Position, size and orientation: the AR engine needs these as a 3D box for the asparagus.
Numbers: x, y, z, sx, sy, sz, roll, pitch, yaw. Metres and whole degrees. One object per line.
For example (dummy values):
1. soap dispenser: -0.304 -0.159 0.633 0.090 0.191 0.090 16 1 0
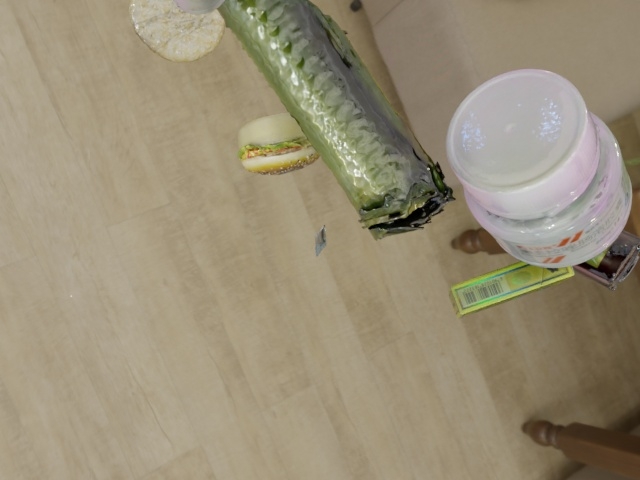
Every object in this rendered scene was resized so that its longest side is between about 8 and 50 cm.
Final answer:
1. asparagus: 0.019 -0.170 0.741 0.128 0.108 0.382 -38 99 -14

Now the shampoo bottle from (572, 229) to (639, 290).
1. shampoo bottle: 0.515 -0.020 1.310 0.129 0.323 0.084 -54 141 1

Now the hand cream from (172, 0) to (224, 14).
1. hand cream: -0.129 -0.267 0.475 0.111 0.312 0.070 22 91 -2

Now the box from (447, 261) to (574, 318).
1. box: 0.361 0.086 1.166 0.220 0.141 0.064 -19 76 7

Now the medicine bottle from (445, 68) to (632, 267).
1. medicine bottle: 0.345 -0.106 0.955 0.302 0.241 0.241 32 71 -51

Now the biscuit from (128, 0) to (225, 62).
1. biscuit: -0.322 -0.516 1.373 0.219 0.033 0.220 -6 110 -15

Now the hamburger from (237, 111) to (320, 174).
1. hamburger: -0.057 -0.134 0.861 0.126 0.141 0.082 -13 90 -6

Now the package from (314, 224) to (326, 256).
1. package: 0.000 0.000 1.246 0.015 0.110 0.037 31 107 -11
